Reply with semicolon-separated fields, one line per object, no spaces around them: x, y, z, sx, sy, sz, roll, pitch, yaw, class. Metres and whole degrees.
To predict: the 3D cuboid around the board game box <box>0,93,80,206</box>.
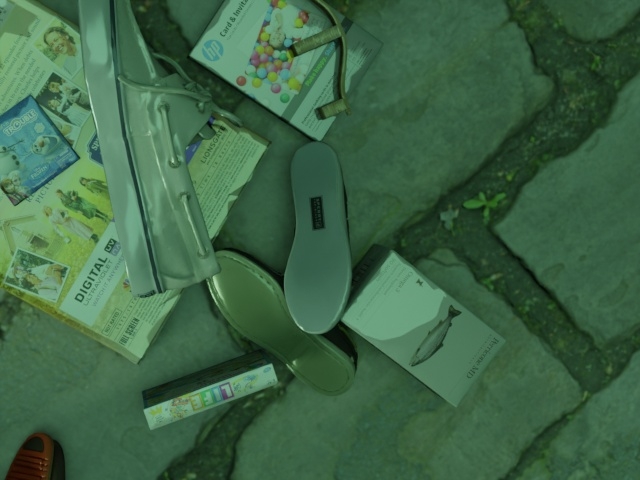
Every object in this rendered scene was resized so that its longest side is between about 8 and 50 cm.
-0.330;-0.100;1.324;0.090;0.020;0.090;-38;98;-5;board game box

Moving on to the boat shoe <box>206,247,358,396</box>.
-0.045;0.090;1.427;0.228;0.068;0.081;46;115;-9;boat shoe

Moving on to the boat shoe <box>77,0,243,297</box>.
-0.164;-0.126;1.293;0.157;0.136;0.367;-12;99;-9;boat shoe

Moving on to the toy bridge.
-0.003;-0.233;1.392;0.063;0.026;0.188;-25;97;-9;toy bridge

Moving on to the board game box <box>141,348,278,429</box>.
-0.131;0.172;1.397;0.154;0.103;0.026;-19;97;-7;board game box

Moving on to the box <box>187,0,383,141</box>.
-0.041;-0.226;1.419;0.186;0.038;0.145;34;87;-9;box

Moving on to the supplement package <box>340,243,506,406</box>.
0.112;0.100;1.433;0.179;0.105;0.105;37;87;-10;supplement package

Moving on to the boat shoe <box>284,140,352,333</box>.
0.000;0.000;1.403;0.080;0.076;0.228;-8;75;12;boat shoe

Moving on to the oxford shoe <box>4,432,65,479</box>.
-0.320;0.361;1.401;0.098;0.097;0.271;7;86;-43;oxford shoe

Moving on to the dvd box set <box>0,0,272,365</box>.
-0.312;-0.090;1.370;0.420;0.062;0.307;30;89;-11;dvd box set
